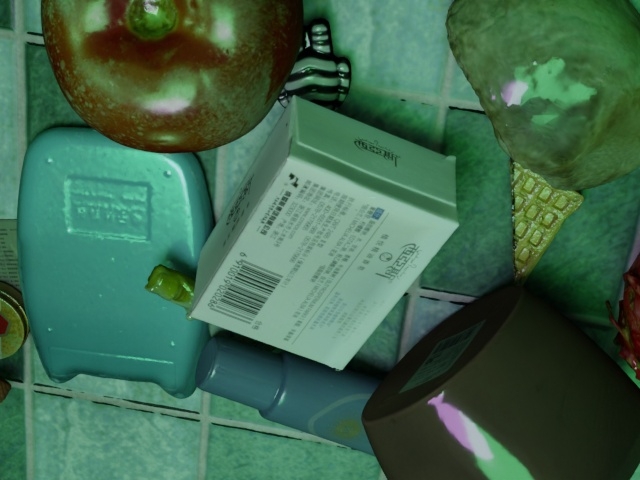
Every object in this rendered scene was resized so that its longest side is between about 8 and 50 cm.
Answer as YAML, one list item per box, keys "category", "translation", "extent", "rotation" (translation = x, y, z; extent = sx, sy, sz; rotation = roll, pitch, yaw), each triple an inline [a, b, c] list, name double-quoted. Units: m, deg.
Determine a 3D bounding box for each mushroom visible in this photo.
- category: "mushroom"
  translation: [0.256, -0.160, 1.186]
  extent: [0.189, 0.164, 0.267]
  rotation: [-22, 111, 21]

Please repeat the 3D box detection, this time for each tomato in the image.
- category: "tomato"
  translation: [-0.146, -0.224, 1.194]
  extent: [0.270, 0.222, 0.270]
  rotation: [1, 95, 6]

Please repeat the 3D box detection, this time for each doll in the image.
- category: "doll"
  translation: [-0.006, -0.140, 1.299]
  extent: [0.091, 0.067, 0.219]
  rotation: [-6, 118, 0]

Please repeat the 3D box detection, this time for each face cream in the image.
- category: "face cream"
  translation: [0.030, 0.209, 1.443]
  extent: [0.385, 0.086, 0.136]
  rotation: [21, 120, -20]

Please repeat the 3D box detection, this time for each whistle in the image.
- category: "whistle"
  translation: [-0.124, 0.078, 1.409]
  extent: [0.198, 0.057, 0.104]
  rotation: [27, 116, -28]

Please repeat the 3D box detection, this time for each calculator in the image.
- category: "calculator"
  translation: [-0.257, 0.029, 1.442]
  extent: [0.256, 0.054, 0.387]
  rotation: [6, 114, 7]

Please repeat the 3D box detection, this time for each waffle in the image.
- category: "waffle"
  translation: [0.229, -0.018, 1.344]
  extent: [0.097, 0.023, 0.153]
  rotation: [27, 119, -3]

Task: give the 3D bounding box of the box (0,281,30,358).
- category: "box"
  translation: [-0.432, 0.104, 1.512]
  extent: [0.105, 0.037, 0.106]
  rotation: [4, 118, 7]

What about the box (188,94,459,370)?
- category: "box"
  translation: [0.000, -0.002, 1.291]
  extent: [0.203, 0.116, 0.274]
  rotation: [20, 132, -16]

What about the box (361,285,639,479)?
- category: "box"
  translation: [0.204, 0.204, 1.318]
  extent: [0.301, 0.301, 0.216]
  rotation: [-36, 95, 24]

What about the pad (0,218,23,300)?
- category: "pad"
  translation: [-0.493, 0.045, 1.516]
  extent: [0.264, 0.009, 0.160]
  rotation: [-1, 116, 10]

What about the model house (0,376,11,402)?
- category: "model house"
  translation: [-0.491, 0.197, 1.551]
  extent: [0.148, 0.119, 0.148]
  rotation: [-15, 91, -9]

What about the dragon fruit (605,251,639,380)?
- category: "dragon fruit"
  translation: [0.430, 0.062, 1.256]
  extent: [0.205, 0.210, 0.268]
  rotation: [-1, 112, -10]
